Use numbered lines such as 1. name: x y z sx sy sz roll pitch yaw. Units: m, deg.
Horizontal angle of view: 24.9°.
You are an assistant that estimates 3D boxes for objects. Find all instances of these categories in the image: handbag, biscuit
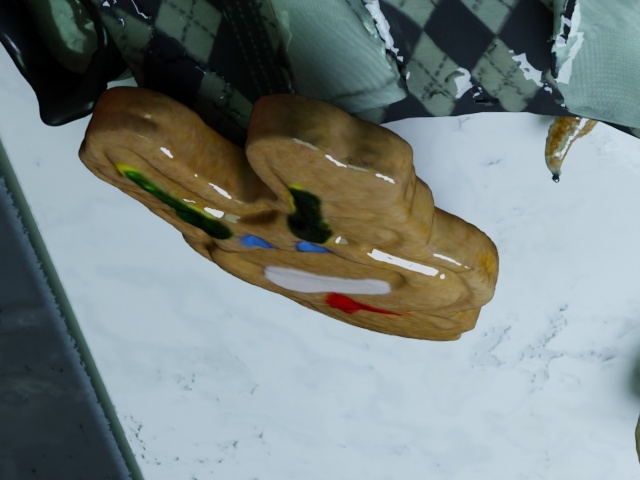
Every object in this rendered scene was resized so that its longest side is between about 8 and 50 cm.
1. handbag: 0.065 -0.164 0.705 0.416 0.180 0.316 4 135 22
2. biscuit: 0.000 0.000 0.852 0.202 0.047 0.334 7 163 26

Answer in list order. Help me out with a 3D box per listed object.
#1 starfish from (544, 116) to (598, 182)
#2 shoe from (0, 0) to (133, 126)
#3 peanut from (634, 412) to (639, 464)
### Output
1. starfish: 0.154 -0.123 0.836 0.138 0.050 0.247 38 133 -22
2. shoe: -0.158 -0.164 0.792 0.099 0.112 0.227 -12 129 18
3. peanut: 0.330 0.145 0.999 0.197 0.110 0.233 -33 121 29
